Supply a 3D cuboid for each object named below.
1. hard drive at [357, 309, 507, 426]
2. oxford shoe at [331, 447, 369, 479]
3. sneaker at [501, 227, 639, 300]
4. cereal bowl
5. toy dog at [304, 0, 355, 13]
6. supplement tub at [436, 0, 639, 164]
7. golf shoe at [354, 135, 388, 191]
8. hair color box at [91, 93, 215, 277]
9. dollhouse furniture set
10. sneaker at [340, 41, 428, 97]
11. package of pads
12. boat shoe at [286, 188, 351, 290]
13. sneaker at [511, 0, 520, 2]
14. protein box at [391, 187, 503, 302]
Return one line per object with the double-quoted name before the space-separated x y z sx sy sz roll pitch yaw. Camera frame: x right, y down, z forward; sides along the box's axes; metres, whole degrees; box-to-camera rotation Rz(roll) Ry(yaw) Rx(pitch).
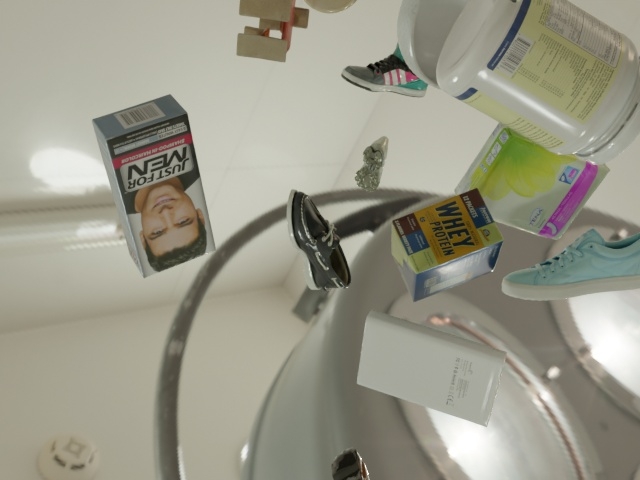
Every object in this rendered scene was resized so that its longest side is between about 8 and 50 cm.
"hard drive" 0.240 0.283 1.986 0.308 0.203 0.040 17 -145 16
"oxford shoe" 0.060 0.444 1.529 0.076 0.076 0.212 56 -162 -16
"sneaker" 0.601 0.047 2.101 0.366 0.150 0.135 -8 -171 0
"cereal bowl" 0.320 -0.543 2.193 0.339 0.338 0.141 3 -154 -36
"toy dog" 0.098 -0.417 1.124 0.161 0.334 0.220 62 174 -15
"supplement tub" 0.390 -0.292 1.549 0.325 0.235 0.235 27 -150 -12
"golf shoe" 0.141 -0.193 2.281 0.069 0.176 0.086 32 -122 8
"hair color box" -0.365 -0.117 2.010 0.185 0.374 0.113 -22 -140 -19
"dollhouse furniture set" -0.054 -0.473 1.669 0.135 0.259 0.262 10 -152 4
"sneaker" 0.214 -0.531 2.664 0.296 0.178 0.124 2 -148 -30
"package of pads" 0.491 -0.137 2.115 0.297 0.229 0.101 17 -147 -22
"boat shoe" 0.000 0.000 1.952 0.091 0.302 0.114 2 -124 18
"sneaker" 0.331 -0.421 1.325 0.075 0.161 0.057 20 172 10
"protein box" 0.275 0.014 1.990 0.201 0.200 0.136 -21 -112 -5
